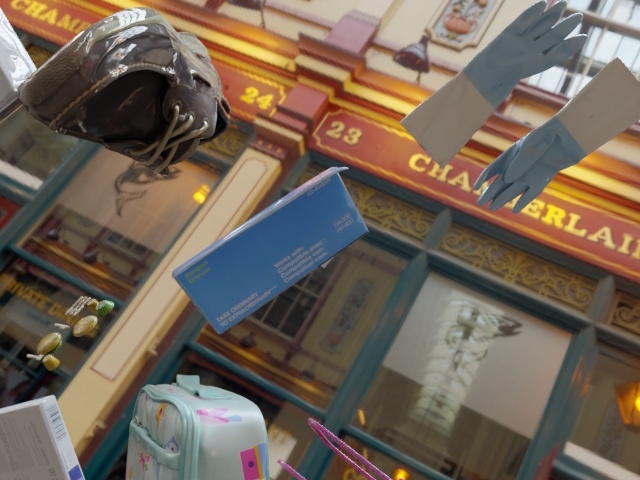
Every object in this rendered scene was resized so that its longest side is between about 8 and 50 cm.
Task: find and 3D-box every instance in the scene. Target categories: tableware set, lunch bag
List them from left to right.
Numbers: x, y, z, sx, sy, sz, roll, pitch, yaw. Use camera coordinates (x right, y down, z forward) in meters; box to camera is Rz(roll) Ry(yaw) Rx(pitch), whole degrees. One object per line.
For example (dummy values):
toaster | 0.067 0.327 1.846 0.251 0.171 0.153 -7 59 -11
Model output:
tableware set | -0.432 0.161 1.180 0.104 0.154 0.024 2 -46 37
lunch bag | -0.144 0.261 0.723 0.108 0.224 0.279 2 -8 -26

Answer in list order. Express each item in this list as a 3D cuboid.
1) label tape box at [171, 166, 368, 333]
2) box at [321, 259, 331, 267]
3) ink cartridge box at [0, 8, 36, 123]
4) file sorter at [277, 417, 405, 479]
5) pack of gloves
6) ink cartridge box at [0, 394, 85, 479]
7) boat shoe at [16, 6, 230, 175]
label tape box | -0.070 0.018 0.954 0.115 0.249 0.348 56 -8 -5
box | 0.000 0.000 1.323 0.081 0.028 0.136 33 -44 -4
ink cartridge box | -0.730 -0.380 1.266 0.308 0.091 0.385 -25 -81 31
file sorter | -0.019 0.424 0.927 0.182 0.290 0.202 31 -19 28
pack of gloves | 0.243 -0.156 0.809 0.232 0.046 0.195 -41 -70 17
ink cartridge box | -0.528 0.400 1.185 0.224 0.045 0.223 -16 -86 18
boat shoe | -0.165 -0.145 0.696 0.132 0.355 0.130 -36 -84 17
